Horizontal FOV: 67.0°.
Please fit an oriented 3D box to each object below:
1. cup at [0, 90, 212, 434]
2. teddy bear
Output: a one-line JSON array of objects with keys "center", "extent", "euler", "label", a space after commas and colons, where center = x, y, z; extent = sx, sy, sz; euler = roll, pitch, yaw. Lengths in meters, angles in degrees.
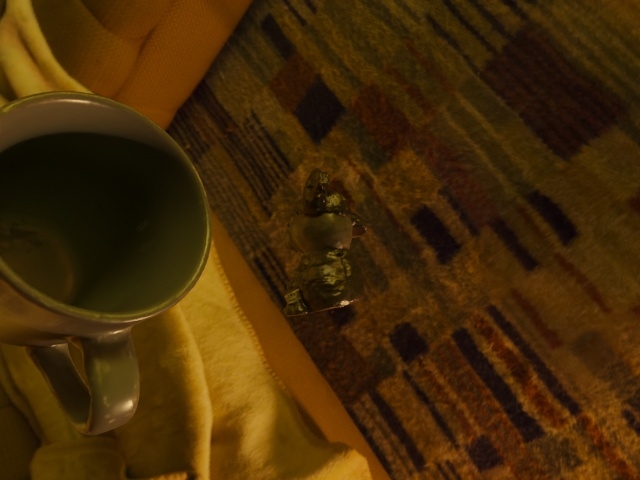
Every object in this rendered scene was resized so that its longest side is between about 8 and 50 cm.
[{"center": [-0.230, 0.042, 0.430], "extent": [0.234, 0.186, 0.258], "euler": [-26, 74, 39], "label": "cup"}, {"center": [0.009, 0.015, 0.871], "extent": [0.144, 0.171, 0.251], "euler": [-15, 68, 40], "label": "teddy bear"}]
